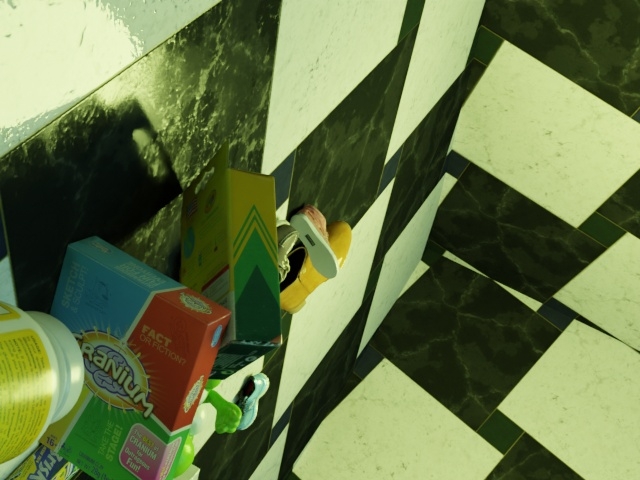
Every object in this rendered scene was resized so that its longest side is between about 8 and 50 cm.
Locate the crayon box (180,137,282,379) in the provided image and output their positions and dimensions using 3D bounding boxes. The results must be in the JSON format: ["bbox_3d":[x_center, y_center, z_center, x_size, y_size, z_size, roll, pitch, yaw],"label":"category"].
[{"bbox_3d":[-0.142,0.032,1.332,0.202,0.081,0.319,-37,-129,53],"label":"crayon box"}]

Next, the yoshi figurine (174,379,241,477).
[{"bbox_3d":[-0.272,0.326,1.665,0.203,0.203,0.362,-30,150,-37],"label":"yoshi figurine"}]

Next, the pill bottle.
[{"bbox_3d":[-0.396,0.159,0.913,0.188,0.188,0.334,-66,165,8],"label":"pill bottle"}]

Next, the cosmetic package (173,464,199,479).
[{"bbox_3d":[-0.364,0.542,1.820,0.231,0.117,0.085,-48,160,-49],"label":"cosmetic package"}]

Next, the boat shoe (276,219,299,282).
[{"bbox_3d":[-0.125,0.066,1.861,0.324,0.096,0.117,-46,157,-49],"label":"boat shoe"}]

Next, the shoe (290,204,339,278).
[{"bbox_3d":[0.000,0.000,2.076,0.063,0.178,0.081,-27,-169,33],"label":"shoe"}]

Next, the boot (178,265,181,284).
[{"bbox_3d":[-0.196,0.041,1.637,0.197,0.073,0.152,-53,158,-42],"label":"boot"}]

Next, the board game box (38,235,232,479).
[{"bbox_3d":[-0.284,0.187,1.245,0.064,0.242,0.317,-26,140,-63],"label":"board game box"}]

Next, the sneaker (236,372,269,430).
[{"bbox_3d":[-0.200,0.424,2.324,0.073,0.063,0.162,22,91,-58],"label":"sneaker"}]

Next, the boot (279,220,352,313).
[{"bbox_3d":[-0.020,0.046,2.176,0.295,0.104,0.211,-56,164,-13],"label":"boot"}]

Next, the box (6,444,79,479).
[{"bbox_3d":[-0.446,0.380,1.371,0.169,0.059,0.054,-48,160,-46],"label":"box"}]
